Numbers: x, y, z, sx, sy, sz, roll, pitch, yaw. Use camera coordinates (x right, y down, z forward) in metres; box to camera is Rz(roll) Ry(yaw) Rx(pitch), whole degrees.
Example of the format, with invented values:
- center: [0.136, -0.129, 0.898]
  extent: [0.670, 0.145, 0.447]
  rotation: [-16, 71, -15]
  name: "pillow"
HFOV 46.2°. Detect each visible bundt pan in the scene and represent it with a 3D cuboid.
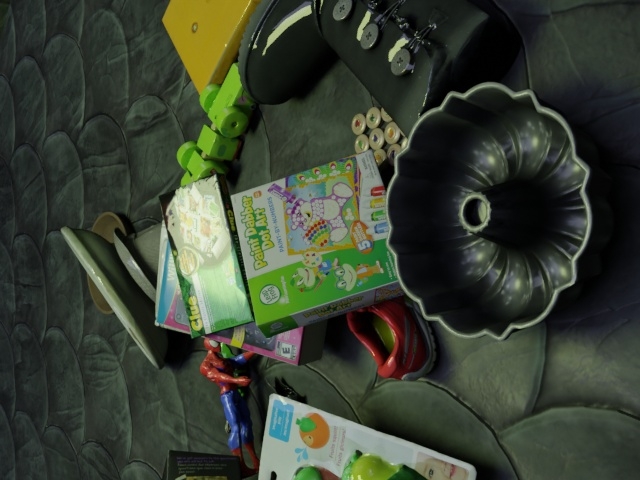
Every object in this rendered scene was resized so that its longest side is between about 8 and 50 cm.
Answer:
- center: [0.242, -0.036, 0.990]
  extent: [0.331, 0.124, 0.331]
  rotation: [-1, 88, 51]
  name: "bundt pan"

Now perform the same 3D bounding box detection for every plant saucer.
- center: [-0.561, 0.061, 2.027]
  extent: [0.278, 0.041, 0.278]
  rotation: [-1, 89, 51]
  name: "plant saucer"
- center: [-0.456, 0.116, 1.763]
  extent: [0.400, 0.100, 0.400]
  rotation: [48, 161, 22]
  name: "plant saucer"

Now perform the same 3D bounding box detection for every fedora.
- center: [-0.337, 0.039, 1.654]
  extent: [0.244, 0.124, 0.275]
  rotation: [52, 179, -9]
  name: "fedora"

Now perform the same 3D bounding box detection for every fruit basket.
- center: [0.042, 0.436, 1.133]
  extent: [0.353, 0.165, 0.327]
  rotation: [13, 100, 23]
  name: "fruit basket"

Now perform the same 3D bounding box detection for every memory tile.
- center: [0.106, -0.174, 1.243]
  extent: [0.148, 0.012, 0.113]
  rotation: [-16, 77, 49]
  name: "memory tile"

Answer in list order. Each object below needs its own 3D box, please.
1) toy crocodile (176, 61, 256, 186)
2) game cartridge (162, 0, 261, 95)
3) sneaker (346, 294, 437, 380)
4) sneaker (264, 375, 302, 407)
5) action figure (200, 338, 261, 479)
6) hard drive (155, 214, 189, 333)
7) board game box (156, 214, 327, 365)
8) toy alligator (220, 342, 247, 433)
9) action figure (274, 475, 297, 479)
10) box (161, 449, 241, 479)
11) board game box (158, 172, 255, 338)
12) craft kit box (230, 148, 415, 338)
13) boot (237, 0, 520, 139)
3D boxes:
- center: [-0.209, -0.213, 1.570]
  extent: [0.115, 0.105, 0.340]
  rotation: [47, 119, 40]
  name: "toy crocodile"
- center: [-0.223, -0.521, 1.625]
  extent: [0.324, 0.052, 0.285]
  rotation: [-52, 52, 33]
  name: "game cartridge"
- center: [0.084, 0.092, 1.182]
  extent: [0.107, 0.118, 0.279]
  rotation: [-51, 53, 36]
  name: "sneaker"
- center: [-0.054, 0.327, 1.398]
  extent: [0.170, 0.051, 0.089]
  rotation: [28, 115, 51]
  name: "sneaker"
- center: [-0.141, 0.303, 1.463]
  extent: [0.139, 0.091, 0.280]
  rotation: [-29, 80, 21]
  name: "action figure"
- center: [-0.167, 0.079, 1.438]
  extent: [0.339, 0.064, 0.237]
  rotation: [10, 97, 27]
  name: "hard drive"
- center: [-0.132, 0.072, 1.328]
  extent: [0.303, 0.097, 0.224]
  rotation: [12, 98, 28]
  name: "board game box"
- center: [-0.175, 0.301, 1.550]
  extent: [0.051, 0.056, 0.190]
  rotation: [-6, 83, 10]
  name: "toy alligator"
- center: [-0.095, 0.600, 1.355]
  extent: [0.341, 0.178, 0.330]
  rotation: [11, 89, 49]
  name: "action figure"
- center: [-0.217, 0.527, 1.323]
  extent: [0.270, 0.143, 0.165]
  rotation: [-107, 30, -59]
  name: "box"
- center: [-0.193, 0.027, 1.289]
  extent: [0.136, 0.030, 0.260]
  rotation: [-17, 84, 25]
  name: "board game box"
- center: [0.000, 0.000, 1.171]
  extent: [0.246, 0.061, 0.250]
  rotation: [-20, 57, 6]
  name: "craft kit box"
- center: [0.062, -0.281, 1.212]
  extent: [0.445, 0.146, 0.367]
  rotation: [49, 126, 34]
  name: "boot"
